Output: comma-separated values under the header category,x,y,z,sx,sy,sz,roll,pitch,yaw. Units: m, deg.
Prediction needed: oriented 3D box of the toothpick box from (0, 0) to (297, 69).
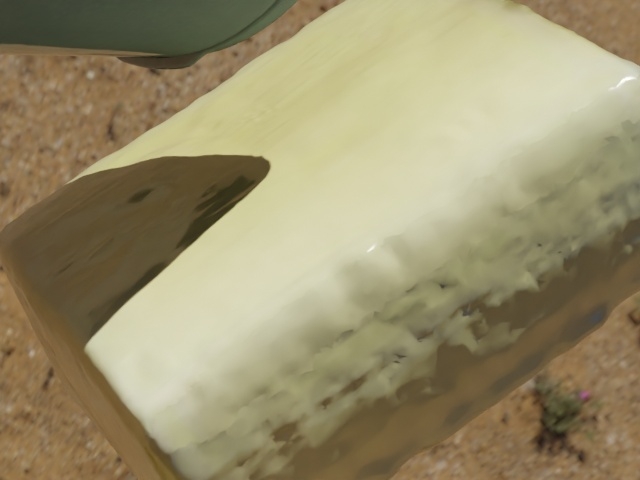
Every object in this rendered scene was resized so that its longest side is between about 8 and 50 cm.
category,x,y,z,sx,sy,sz,roll,pitch,yaw
toothpick box,-0.159,-0.185,0.587,0.355,0.263,0.263,-8,66,-49

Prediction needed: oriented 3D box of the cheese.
category,x,y,z,sx,sy,sz,roll,pitch,yaw
cheese,0.000,0.000,0.747,0.265,0.242,0.124,-34,116,-12
